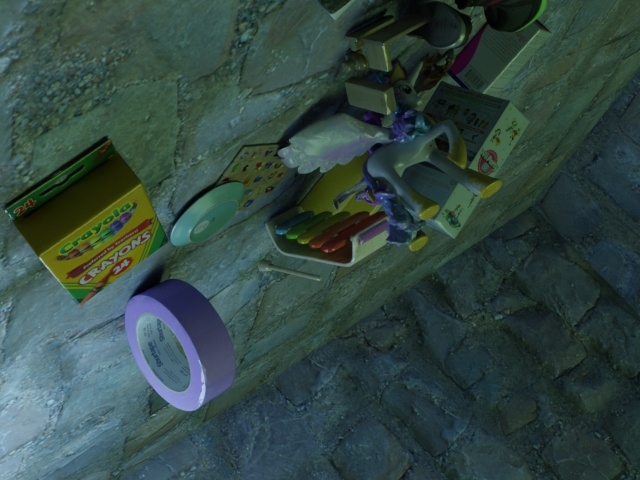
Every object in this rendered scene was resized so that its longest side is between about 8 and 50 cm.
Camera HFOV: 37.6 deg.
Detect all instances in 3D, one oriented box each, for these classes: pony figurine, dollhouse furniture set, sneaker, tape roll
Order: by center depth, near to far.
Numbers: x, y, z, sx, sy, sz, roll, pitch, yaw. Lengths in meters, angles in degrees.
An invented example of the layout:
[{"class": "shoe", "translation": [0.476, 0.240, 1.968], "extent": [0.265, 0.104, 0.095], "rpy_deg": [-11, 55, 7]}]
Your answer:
[{"class": "sneaker", "translation": [0.304, -0.517, 1.743], "extent": [0.202, 0.185, 0.483], "rpy_deg": [-25, 163, 9]}, {"class": "sneaker", "translation": [0.252, -0.404, 1.767], "extent": [0.118, 0.222, 0.083], "rpy_deg": [2, 109, -20]}, {"class": "dollhouse furniture set", "translation": [0.129, -0.339, 1.784], "extent": [0.123, 0.144, 0.151], "rpy_deg": [-33, 126, -27]}, {"class": "pony figurine", "translation": [0.142, -0.165, 1.940], "extent": [0.351, 0.364, 0.303], "rpy_deg": [-38, 149, 12]}, {"class": "tape roll", "translation": [-0.304, 0.224, 2.023], "extent": [0.090, 0.275, 0.275], "rpy_deg": [-29, 160, -38]}]

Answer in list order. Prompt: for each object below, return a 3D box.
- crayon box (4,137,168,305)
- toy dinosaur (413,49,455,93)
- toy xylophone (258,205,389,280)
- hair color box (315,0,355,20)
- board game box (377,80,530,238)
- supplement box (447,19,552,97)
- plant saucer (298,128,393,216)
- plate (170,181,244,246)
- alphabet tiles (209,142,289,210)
[{"class": "crayon box", "translation": [-0.379, -0.021, 1.569], "extent": [0.202, 0.081, 0.318], "rpy_deg": [-37, 163, -12]}, {"class": "toy dinosaur", "translation": [0.239, -0.357, 2.126], "extent": [0.211, 0.064, 0.112], "rpy_deg": [-38, 165, -9]}, {"class": "toy xylophone", "translation": [0.000, 0.000, 2.124], "extent": [0.236, 0.322, 0.081], "rpy_deg": [-35, 119, -44]}, {"class": "hair color box", "translation": [0.093, -0.505, 1.327], "extent": [0.374, 0.114, 0.185], "rpy_deg": [-44, 164, 11]}, {"class": "board game box", "translation": [0.281, -0.181, 2.062], "extent": [0.097, 0.224, 0.303], "rpy_deg": [34, 88, -41]}, {"class": "supplement box", "translation": [0.422, -0.445, 2.226], "extent": [0.220, 0.111, 0.114], "rpy_deg": [-49, 162, 26]}, {"class": "plant saucer", "translation": [0.105, -0.136, 2.366], "extent": [0.333, 0.081, 0.332], "rpy_deg": [-50, 162, 28]}, {"class": "plate", "translation": [-0.224, -0.046, 1.922], "extent": [0.188, 0.024, 0.188], "rpy_deg": [-38, 164, -13]}, {"class": "alphabet tiles", "translation": [-0.142, -0.129, 1.954], "extent": [0.198, 0.009, 0.237], "rpy_deg": [-50, 162, 27]}]
